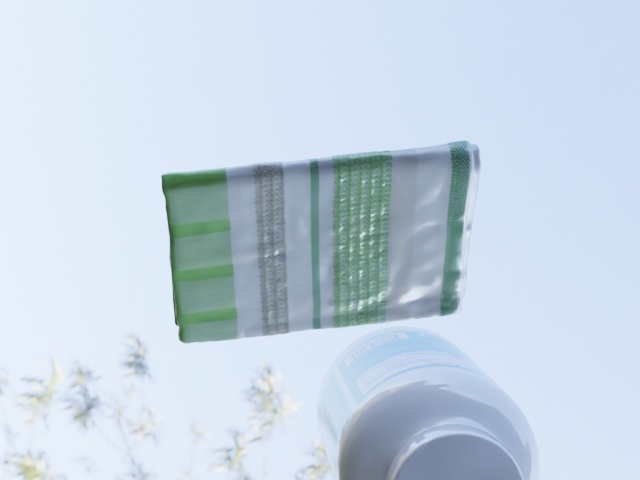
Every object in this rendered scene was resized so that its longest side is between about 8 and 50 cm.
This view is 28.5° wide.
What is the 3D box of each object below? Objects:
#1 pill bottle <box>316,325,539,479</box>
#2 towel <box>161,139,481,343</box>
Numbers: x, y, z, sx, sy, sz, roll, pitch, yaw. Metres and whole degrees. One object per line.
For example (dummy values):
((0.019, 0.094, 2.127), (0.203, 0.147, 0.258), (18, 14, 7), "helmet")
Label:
((0.079, 0.156, 0.955), (0.264, 0.146, 0.146), (-125, -157, -82), "pill bottle")
((0.000, 0.000, 0.627), (0.023, 0.152, 0.113), (-103, -169, -48), "towel")
